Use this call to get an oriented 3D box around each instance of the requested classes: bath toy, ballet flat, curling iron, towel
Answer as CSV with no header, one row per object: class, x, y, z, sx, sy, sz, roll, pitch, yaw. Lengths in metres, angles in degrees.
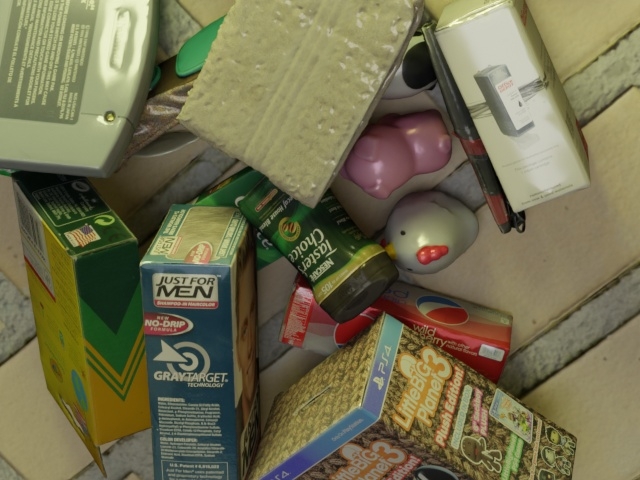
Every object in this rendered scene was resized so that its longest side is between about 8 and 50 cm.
bath toy,0.079,-0.114,1.559,0.151,0.129,0.348,-13,108,13
ballet flat,-0.147,-0.169,1.600,0.316,0.108,0.106,-24,124,21
curling iron,0.166,-0.120,1.550,0.035,0.068,0.274,-20,119,18
towel,-0.021,-0.191,1.463,0.187,0.049,0.282,33,118,5

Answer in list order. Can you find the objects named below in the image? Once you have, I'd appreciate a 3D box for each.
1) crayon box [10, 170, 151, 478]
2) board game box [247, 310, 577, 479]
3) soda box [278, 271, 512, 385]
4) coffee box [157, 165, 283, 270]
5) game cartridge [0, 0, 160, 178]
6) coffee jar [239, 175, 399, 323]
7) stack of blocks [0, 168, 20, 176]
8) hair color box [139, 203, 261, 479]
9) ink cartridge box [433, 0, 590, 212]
crayon box,-0.271,0.091,1.624,0.081,0.202,0.319,-18,128,-24
board game box,0.107,0.257,1.615,0.291,0.141,0.232,33,134,-15
soda box,0.090,0.103,1.653,0.263,0.092,0.083,17,116,2
coffee box,-0.090,-0.021,1.663,0.184,0.040,0.113,-28,104,17
game cartridge,-0.280,-0.217,1.542,0.198,0.062,0.297,7,77,3
coffee jar,0.000,0.000,1.566,0.096,0.079,0.184,-44,80,22
stack of blocks,-0.466,-0.155,1.647,0.297,0.087,0.171,13,111,4
hair color box,-0.132,0.150,1.622,0.105,0.174,0.347,1,113,5
ink cartridge box,0.208,-0.161,1.504,0.092,0.158,0.218,-20,105,16
